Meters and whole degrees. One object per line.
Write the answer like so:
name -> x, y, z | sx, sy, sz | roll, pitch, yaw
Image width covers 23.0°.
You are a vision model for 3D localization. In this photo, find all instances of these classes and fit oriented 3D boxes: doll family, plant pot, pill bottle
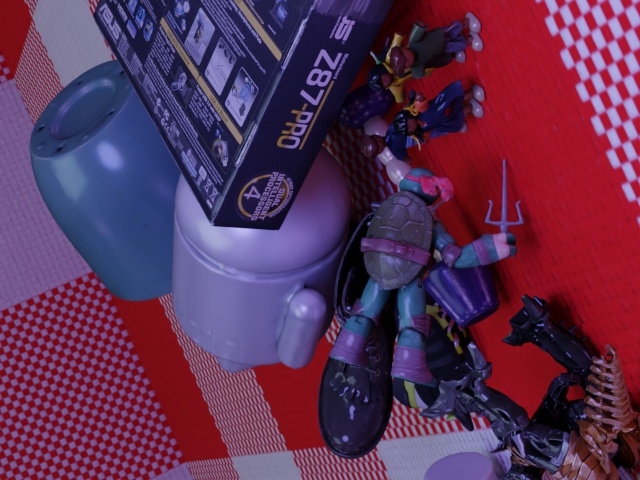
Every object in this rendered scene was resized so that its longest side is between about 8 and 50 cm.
doll family -> 0.093, -0.140, 1.512 | 0.076, 0.111, 0.193 | 47, 154, 46
plant pot -> -0.254, -0.104, 2.145 | 0.235, 0.293, 0.293 | 50, 173, -33
pill bottle -> 0.188, 0.363, 1.868 | 0.117, 0.117, 0.215 | 31, 142, 61

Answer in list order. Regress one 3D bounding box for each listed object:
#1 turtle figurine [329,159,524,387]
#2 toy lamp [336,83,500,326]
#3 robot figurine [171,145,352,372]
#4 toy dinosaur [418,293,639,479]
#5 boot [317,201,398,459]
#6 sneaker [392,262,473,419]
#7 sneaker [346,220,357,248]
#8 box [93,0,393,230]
turtle figurine -> 0.090, 0.017, 1.538 | 0.175, 0.118, 0.234 | 12, 83, 52
toy lamp -> 0.106, -0.037, 1.668 | 0.275, 0.080, 0.080 | 63, 162, 16
robot figurine -> -0.070, 0.007, 1.820 | 0.300, 0.199, 0.353 | 56, 154, 33
toy dinosaur -> 0.241, 0.168, 1.502 | 0.218, 0.164, 0.322 | 45, 138, 17
boot -> 0.040, 0.106, 1.778 | 0.229, 0.091, 0.263 | 66, -146, -74
sneaker -> 0.142, 0.105, 1.784 | 0.097, 0.084, 0.235 | 16, 132, 20
sneaker -> 0.000, 0.000, 2.025 | 0.267, 0.101, 0.106 | 31, 127, 52
box -> -0.092, -0.253, 1.638 | 0.395, 0.097, 0.318 | 57, 132, 43
